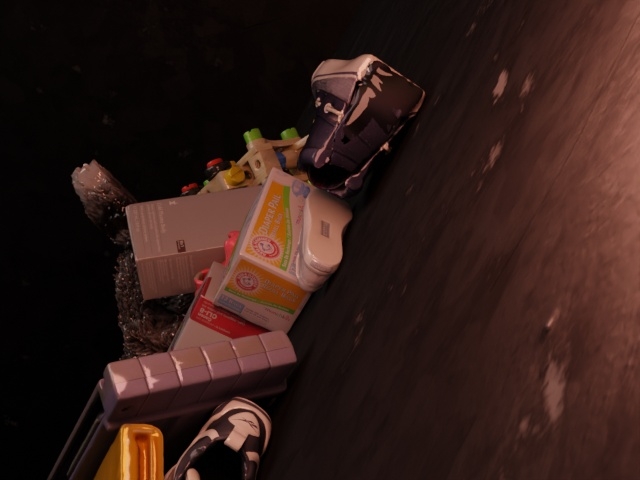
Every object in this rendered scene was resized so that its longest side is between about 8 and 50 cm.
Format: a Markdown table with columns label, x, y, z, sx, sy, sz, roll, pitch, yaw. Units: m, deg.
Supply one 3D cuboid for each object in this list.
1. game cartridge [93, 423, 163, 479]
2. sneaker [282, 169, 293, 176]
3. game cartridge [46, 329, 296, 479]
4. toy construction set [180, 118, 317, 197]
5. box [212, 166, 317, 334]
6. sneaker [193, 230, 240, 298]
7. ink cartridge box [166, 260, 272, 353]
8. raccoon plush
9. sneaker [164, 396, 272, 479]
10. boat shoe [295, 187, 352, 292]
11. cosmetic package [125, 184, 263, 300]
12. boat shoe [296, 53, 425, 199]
| label | x | y | z | sx | sy | sz | roll | pitch | yaw |
| --- | --- | --- | --- | --- | --- | --- | --- | --- | --- |
| game cartridge | -0.231 | 0.396 | 1.424 | 0.323 | 0.053 | 0.285 | 121 | 150 | -53 |
| sneaker | -0.087 | -0.064 | 2.452 | 0.223 | 0.083 | 0.098 | -61 | 2 | 29 |
| game cartridge | -0.184 | 0.229 | 1.534 | 0.355 | 0.230 | 0.068 | -56 | 47 | 50 |
| toy construction set | -0.110 | -0.085 | 2.228 | 0.215 | 0.151 | 0.327 | -17 | -28 | -36 |
| box | -0.057 | 0.014 | 1.751 | 0.103 | 0.114 | 0.203 | -59 | 9 | 39 |
| sneaker | -0.137 | 0.100 | 1.946 | 0.313 | 0.136 | 0.116 | -59 | 7 | 34 |
| ink cartridge box | -0.139 | 0.148 | 1.808 | 0.176 | 0.127 | 0.128 | -62 | 7 | 21 |
| raccoon plush | -0.326 | 0.124 | 2.162 | 0.299 | 0.446 | 0.216 | -43 | -9 | 4 |
| sneaker | -0.135 | 0.286 | 1.379 | 0.235 | 0.094 | 0.153 | -53 | -1 | 6 |
| boat shoe | 0.000 | 0.000 | 1.624 | 0.063 | 0.066 | 0.184 | -59 | 18 | 30 |
| cosmetic package | -0.169 | 0.001 | 1.985 | 0.107 | 0.238 | 0.127 | 85 | 170 | -47 |
| boat shoe | 0.021 | -0.140 | 1.659 | 0.158 | 0.127 | 0.340 | -56 | 7 | -4 |
